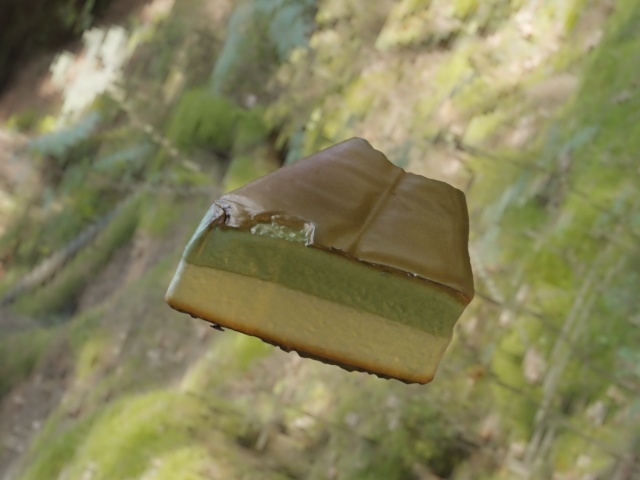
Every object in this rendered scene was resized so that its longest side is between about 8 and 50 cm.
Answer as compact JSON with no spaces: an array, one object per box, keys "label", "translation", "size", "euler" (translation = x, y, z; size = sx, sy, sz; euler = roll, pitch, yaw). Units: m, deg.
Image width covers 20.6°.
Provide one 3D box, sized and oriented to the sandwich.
[{"label":"sandwich","translation":[0.000,0.000,1.384],"size":[0.186,0.220,0.108],"euler":[-89,18,-57]}]
